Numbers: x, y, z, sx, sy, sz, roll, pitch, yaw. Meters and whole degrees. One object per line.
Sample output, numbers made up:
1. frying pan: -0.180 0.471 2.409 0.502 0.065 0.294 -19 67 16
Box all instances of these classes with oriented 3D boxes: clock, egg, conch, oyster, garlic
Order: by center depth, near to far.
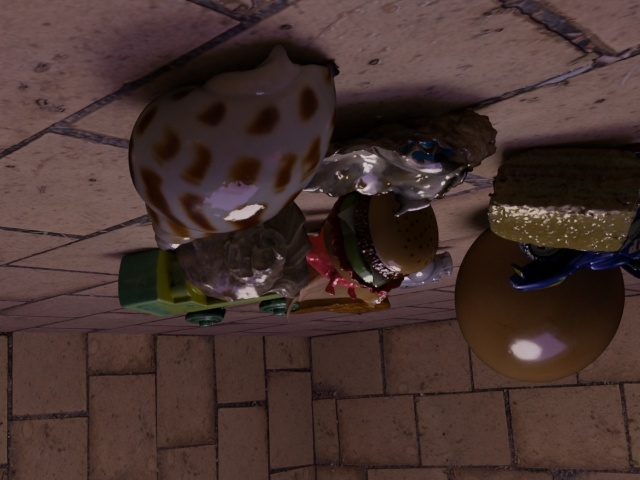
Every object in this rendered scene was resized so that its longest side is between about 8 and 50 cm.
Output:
1. conch: -0.099 -0.078 0.784 0.182 0.149 0.274 10 161 -35
2. oyster: 0.067 -0.096 0.927 0.222 0.083 0.214 8 162 -24
3. conch: -0.104 -0.021 1.085 0.210 0.159 0.291 12 -158 -27
4. egg: 0.402 0.111 1.461 0.300 0.301 0.374 -5 145 7
5. garlic: 0.034 0.060 1.477 0.244 0.164 0.145 -6 -167 -36
6. clock: 0.196 0.062 1.772 0.176 0.080 0.117 -15 165 41

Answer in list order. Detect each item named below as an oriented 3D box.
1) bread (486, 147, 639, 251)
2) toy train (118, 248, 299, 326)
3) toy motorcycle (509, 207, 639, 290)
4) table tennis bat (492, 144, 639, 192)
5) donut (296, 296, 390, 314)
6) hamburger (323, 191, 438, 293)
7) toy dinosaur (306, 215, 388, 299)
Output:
1. bread: 0.331 -0.058 1.083 0.196 0.102 0.138 2 154 12
2. toy train: -0.205 0.082 1.612 0.368 0.151 0.237 -12 160 28
3. toy motorcycle: 0.442 -0.001 1.241 0.315 0.169 0.113 -13 -154 -15
4. table tennis bat: 0.408 -0.101 1.159 0.301 0.023 0.173 -9 168 21
5. donut: 0.039 0.130 1.994 0.277 0.109 0.277 -4 169 -1
6. hamburger: 0.102 -0.011 1.174 0.175 0.175 0.136 8 158 -45
7. toy dinosaur: 0.007 -0.004 1.343 0.286 0.139 0.070 33 -164 4
